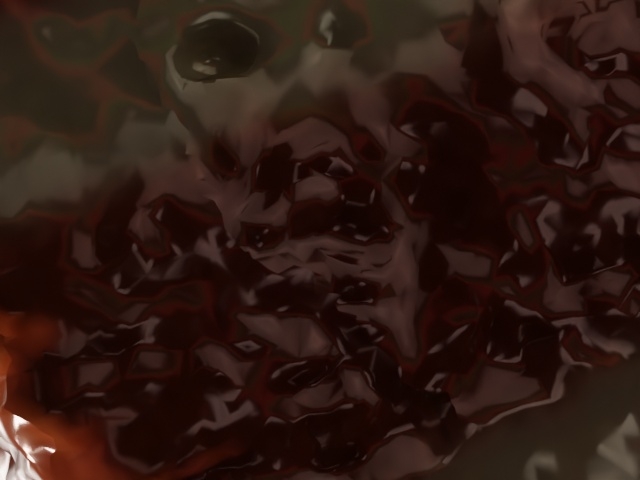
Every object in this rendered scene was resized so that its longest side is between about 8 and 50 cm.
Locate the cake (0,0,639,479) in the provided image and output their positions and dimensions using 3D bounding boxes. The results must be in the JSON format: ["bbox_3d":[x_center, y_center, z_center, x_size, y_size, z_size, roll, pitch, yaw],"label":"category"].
[{"bbox_3d":[0.000,0.000,0.593,0.270,0.269,0.319,-24,89,-19],"label":"cake"}]
